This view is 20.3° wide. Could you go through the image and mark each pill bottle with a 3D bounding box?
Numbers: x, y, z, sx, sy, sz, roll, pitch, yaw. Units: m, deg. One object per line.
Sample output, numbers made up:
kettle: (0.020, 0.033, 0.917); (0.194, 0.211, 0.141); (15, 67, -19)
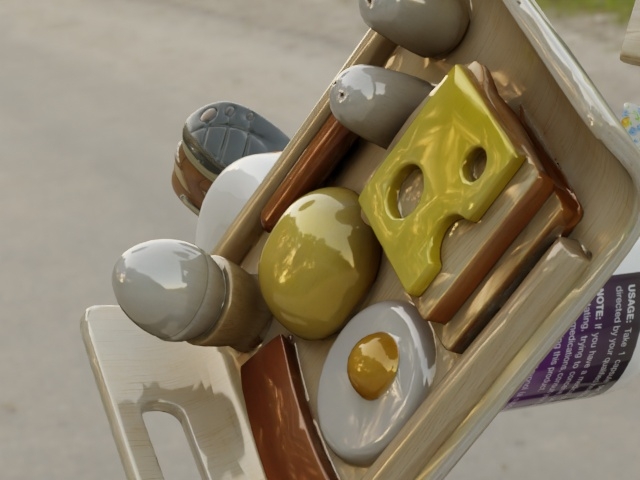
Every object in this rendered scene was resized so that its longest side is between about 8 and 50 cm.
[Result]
pill bottle: (0.094, 0.022, 1.140); (0.323, 0.181, 0.181); (-6, 11, -24)

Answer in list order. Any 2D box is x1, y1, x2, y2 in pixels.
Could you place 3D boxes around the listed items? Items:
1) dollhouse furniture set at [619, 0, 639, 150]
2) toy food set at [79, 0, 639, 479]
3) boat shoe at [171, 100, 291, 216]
dollhouse furniture set: (0.495, -0.202, 1.729); (0.394, 0.362, 0.256); (15, -13, 17)
toy food set: (0.000, 0.000, 0.799); (0.092, 0.306, 0.220); (17, 31, -34)
boat shoe: (-0.017, -0.011, 1.855); (0.122, 0.324, 0.120); (-48, -5, -46)
